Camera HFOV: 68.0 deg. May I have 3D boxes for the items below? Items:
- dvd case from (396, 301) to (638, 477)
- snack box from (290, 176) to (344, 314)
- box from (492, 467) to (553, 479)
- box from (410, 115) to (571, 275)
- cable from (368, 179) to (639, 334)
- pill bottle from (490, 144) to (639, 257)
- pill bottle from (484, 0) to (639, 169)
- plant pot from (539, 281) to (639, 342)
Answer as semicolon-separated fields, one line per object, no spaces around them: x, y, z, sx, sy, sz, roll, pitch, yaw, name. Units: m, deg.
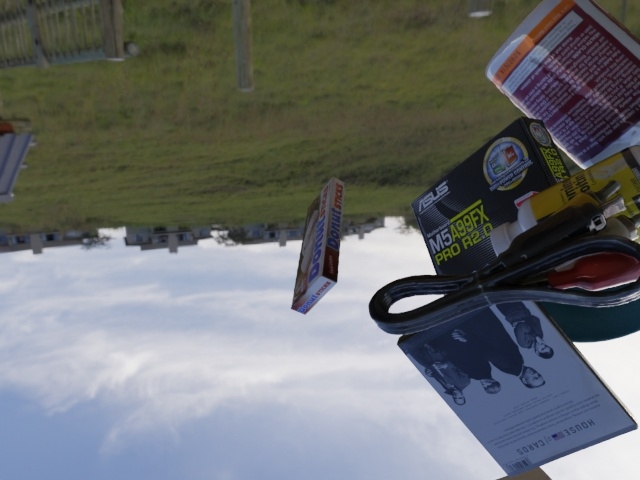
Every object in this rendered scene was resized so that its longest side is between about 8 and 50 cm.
0.241;0.177;0.602;0.179;0.238;0.029;-39;-176;28;dvd case
0.000;0.000;0.553;0.022;0.064;0.178;28;-142;-18;snack box
0.405;0.555;0.926;0.130;0.170;0.091;-14;-168;-7;box
0.282;-0.032;0.778;0.060;0.216;0.270;-3;157;-32;box
0.189;0.046;0.461;0.287;0.072;0.139;-32;-143;18;cable
0.301;-0.022;0.553;0.184;0.103;0.103;-32;175;33;pill bottle
0.541;-0.281;0.928;0.392;0.224;0.224;47;-153;7;pill bottle
0.526;0.033;0.938;0.290;0.290;0.195;1;-141;3;plant pot
